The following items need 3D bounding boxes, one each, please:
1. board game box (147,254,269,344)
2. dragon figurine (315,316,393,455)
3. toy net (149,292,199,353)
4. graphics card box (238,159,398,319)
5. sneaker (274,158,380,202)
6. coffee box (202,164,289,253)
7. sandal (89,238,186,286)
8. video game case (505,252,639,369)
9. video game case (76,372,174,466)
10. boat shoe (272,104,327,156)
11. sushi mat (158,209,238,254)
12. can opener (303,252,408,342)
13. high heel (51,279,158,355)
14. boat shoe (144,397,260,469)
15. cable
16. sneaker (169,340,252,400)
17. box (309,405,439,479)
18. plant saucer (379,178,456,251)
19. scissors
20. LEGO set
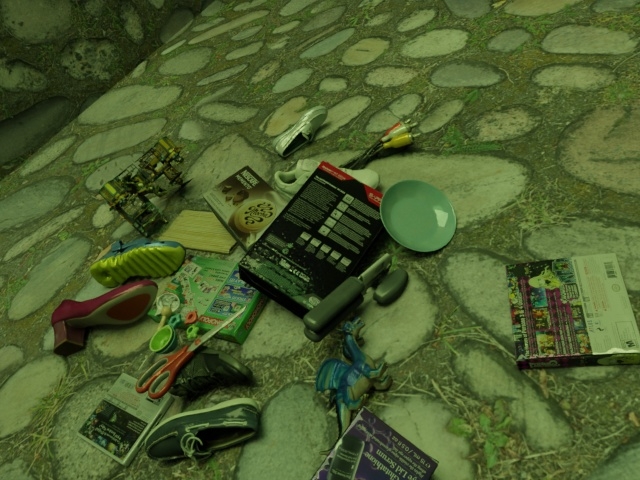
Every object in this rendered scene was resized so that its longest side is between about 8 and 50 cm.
[{"bbox_3d":[-0.285,0.147,1.389,0.318,0.046,0.213,7,53,33],"label":"board game box"},{"bbox_3d":[0.046,0.289,1.038,0.144,0.085,0.289,11,54,36],"label":"dragon figurine"},{"bbox_3d":[-0.376,0.187,1.313,0.122,0.045,0.232,-39,38,3],"label":"toy net"},{"bbox_3d":[0.000,0.000,1.276,0.233,0.094,0.370,31,63,9],"label":"graphics card box"},{"bbox_3d":[0.011,-0.161,1.461,0.305,0.152,0.114,-9,43,19],"label":"sneaker"},{"bbox_3d":[-0.186,-0.070,1.481,0.168,0.118,0.297,-36,47,-11],"label":"coffee box"},{"bbox_3d":[-0.547,0.042,1.584,0.318,0.126,0.138,-9,41,19],"label":"sandal"},{"bbox_3d":[0.474,0.132,0.999,0.211,0.041,0.232,-9,45,20],"label":"video game case"},{"bbox_3d":[-0.461,0.416,1.232,0.191,0.022,0.173,10,53,34],"label":"video game case"},{"bbox_3d":[-0.055,-0.360,1.764,0.226,0.083,0.075,-40,53,3],"label":"boat shoe"},{"bbox_3d":[-0.359,-0.032,1.629,0.317,0.019,0.151,6,51,33],"label":"sushi mat"},{"bbox_3d":[0.087,0.128,1.145,0.095,0.075,0.283,30,50,30],"label":"can opener"},{"bbox_3d":[-0.612,0.163,1.462,0.378,0.127,0.181,-28,51,12],"label":"high heel"},{"bbox_3d":[-0.244,0.406,1.075,0.255,0.095,0.079,-16,31,0],"label":"boat shoe"},{"bbox_3d":[0.157,-0.281,1.562,0.288,0.072,0.139,-23,36,7],"label":"cable"},{"bbox_3d":[-0.257,0.311,1.182,0.228,0.087,0.130,5,53,36],"label":"sneaker"},{"bbox_3d":[0.068,0.407,0.852,0.153,0.108,0.207,33,66,16],"label":"box"},{"bbox_3d":[0.233,-0.056,1.271,0.195,0.037,0.194,5,66,-10],"label":"plant saucer"},{"bbox_3d":[-0.301,0.244,1.205,0.297,0.021,0.109,-47,33,-21],"label":"scissors"},{"bbox_3d":[-0.539,-0.160,1.701,0.331,0.192,0.255,-48,8,-29],"label":"LEGO set"}]
